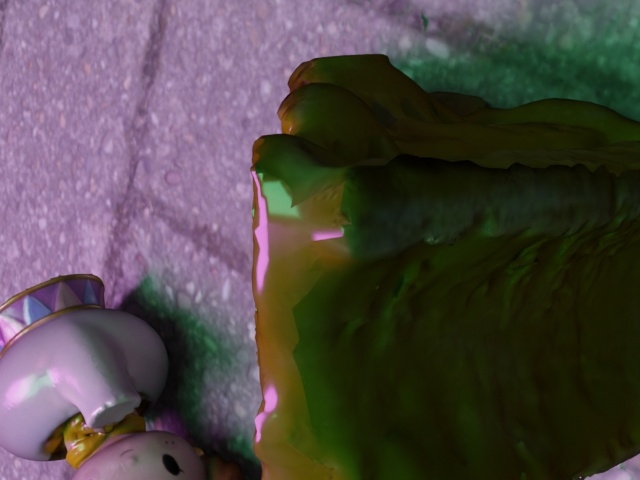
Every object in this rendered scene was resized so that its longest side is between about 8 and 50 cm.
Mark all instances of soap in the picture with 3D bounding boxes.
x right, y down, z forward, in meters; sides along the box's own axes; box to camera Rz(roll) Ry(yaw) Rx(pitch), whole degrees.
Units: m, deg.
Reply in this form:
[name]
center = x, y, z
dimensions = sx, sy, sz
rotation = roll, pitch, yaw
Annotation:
[soap]
center = 0.000, 0.000, 0.523
dimensions = 0.304, 0.338, 0.169
rotation = 11, 102, 40

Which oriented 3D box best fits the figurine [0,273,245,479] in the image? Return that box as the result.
[figurine]
center = -0.141, 0.158, 0.814
dimensions = 0.263, 0.142, 0.189
rotation = 58, 160, 19
